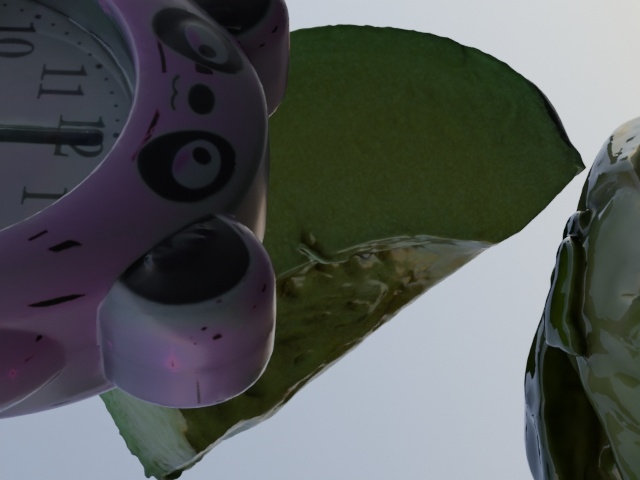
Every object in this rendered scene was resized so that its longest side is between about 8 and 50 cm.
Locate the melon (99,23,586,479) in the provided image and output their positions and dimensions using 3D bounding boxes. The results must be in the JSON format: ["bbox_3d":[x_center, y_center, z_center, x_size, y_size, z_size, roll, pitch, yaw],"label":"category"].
[{"bbox_3d":[0.000,0.000,1.281,0.226,0.343,0.331,33,147,49],"label":"melon"}]

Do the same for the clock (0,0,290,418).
[{"bbox_3d":[-0.137,-0.031,0.664,0.090,0.248,0.227,94,178,-50],"label":"clock"}]

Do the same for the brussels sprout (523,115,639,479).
[{"bbox_3d":[0.125,0.037,0.608,0.139,0.100,0.181,-36,-68,-41],"label":"brussels sprout"}]
